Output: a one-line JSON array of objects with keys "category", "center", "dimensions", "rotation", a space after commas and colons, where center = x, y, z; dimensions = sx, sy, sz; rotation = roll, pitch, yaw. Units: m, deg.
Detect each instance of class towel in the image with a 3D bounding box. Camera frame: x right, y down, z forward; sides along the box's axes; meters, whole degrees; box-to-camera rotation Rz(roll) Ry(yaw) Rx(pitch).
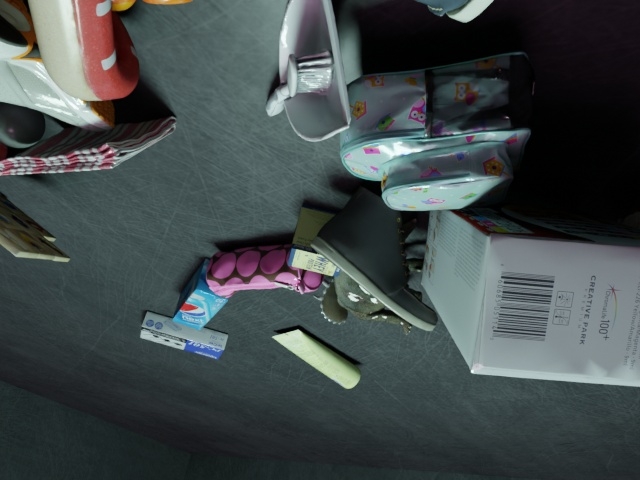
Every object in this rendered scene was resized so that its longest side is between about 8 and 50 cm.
[{"category": "towel", "center": [-0.301, -0.126, 0.732], "dimensions": [0.197, 0.144, 0.029], "rotation": [0, 117, 21]}]

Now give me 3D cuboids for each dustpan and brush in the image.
[{"category": "dustpan and brush", "center": [-0.025, -0.165, 0.605], "dimensions": [0.060, 0.147, 0.211], "rotation": [-10, 180, -8]}]

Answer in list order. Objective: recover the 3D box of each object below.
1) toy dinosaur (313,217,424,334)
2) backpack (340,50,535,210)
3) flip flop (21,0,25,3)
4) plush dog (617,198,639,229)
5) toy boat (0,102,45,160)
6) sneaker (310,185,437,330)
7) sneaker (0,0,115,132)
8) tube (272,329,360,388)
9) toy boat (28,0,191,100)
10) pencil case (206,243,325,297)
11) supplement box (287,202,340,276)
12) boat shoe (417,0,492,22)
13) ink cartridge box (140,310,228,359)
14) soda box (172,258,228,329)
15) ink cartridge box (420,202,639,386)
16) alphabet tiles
[{"category": "toy dinosaur", "center": [0.083, 0.073, 0.934], "dimensions": [0.161, 0.120, 0.313], "rotation": [8, 153, -6]}, {"category": "backpack", "center": [0.112, -0.104, 0.584], "dimensions": [0.189, 0.144, 0.166], "rotation": [5, 176, 14]}, {"category": "flip flop", "center": [-0.331, -0.292, 0.511], "dimensions": [0.112, 0.080, 0.277], "rotation": [20, 149, -13]}, {"category": "plush dog", "center": [0.508, 0.045, 0.698], "dimensions": [0.226, 0.210, 0.262], "rotation": [-22, 143, 6]}, {"category": "toy boat", "center": [-0.469, -0.185, 0.656], "dimensions": [0.267, 0.148, 0.318], "rotation": [50, 175, 25]}, {"category": "sneaker", "center": [0.106, 0.029, 0.805], "dimensions": [0.222, 0.118, 0.083], "rotation": [39, 178, -15]}, {"category": "sneaker", "center": [-0.330, -0.185, 0.610], "dimensions": [0.121, 0.099, 0.262], "rotation": [-17, 160, 12]}, {"category": "tube", "center": [0.000, 0.279, 1.373], "dimensions": [0.240, 0.062, 0.070], "rotation": [38, 97, -29]}, {"category": "toy boat", "center": [-0.189, -0.237, 0.525], "dimensions": [0.151, 0.150, 0.231], "rotation": [-10, 156, -20]}, {"category": "pencil case", "center": [-0.101, 0.055, 0.989], "dimensions": [0.209, 0.098, 0.095], "rotation": [-8, 138, 31]}, {"category": "supplement box", "center": [0.000, 0.000, 0.874], "dimensions": [0.083, 0.083, 0.056], "rotation": [14, 149, -3]}, {"category": "boat shoe", "center": [0.130, -0.261, 0.393], "dimensions": [0.079, 0.095, 0.254], "rotation": [9, 160, -17]}, {"category": "ink cartridge box", "center": [-0.344, 0.241, 1.436], "dimensions": [0.207, 0.046, 0.097], "rotation": [18, 150, -10]}, {"category": "soda box", "center": [-0.240, 0.114, 1.162], "dimensions": [0.067, 0.071, 0.210], "rotation": [22, 148, -16]}, {"category": "ink cartridge box", "center": [0.272, 0.039, 0.629], "dimensions": [0.272, 0.130, 0.309], "rotation": [5, -170, 0]}, {"category": "alphabet tiles", "center": [-0.516, -0.082, 0.795], "dimensions": [0.343, 0.011, 0.285], "rotation": [39, 174, 0]}]
